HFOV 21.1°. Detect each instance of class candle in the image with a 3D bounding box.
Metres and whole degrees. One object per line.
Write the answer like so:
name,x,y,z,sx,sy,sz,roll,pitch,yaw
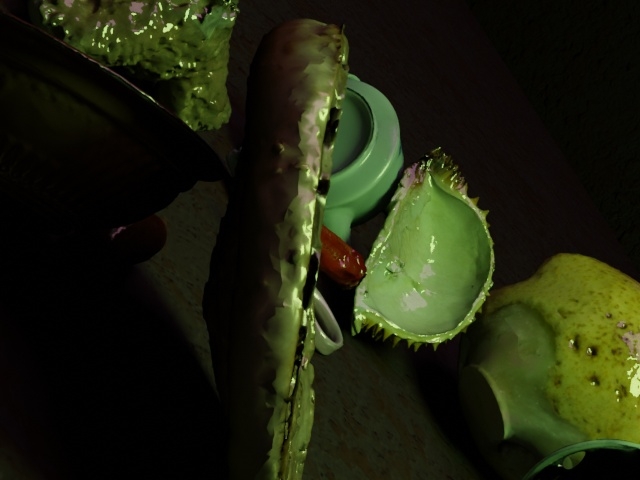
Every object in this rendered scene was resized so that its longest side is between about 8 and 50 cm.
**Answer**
candle,0.000,0.000,1.642,0.053,0.048,0.162,53,7,35

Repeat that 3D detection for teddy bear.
teddy bear,-0.174,-0.254,1.627,0.267,0.156,0.256,27,28,-54

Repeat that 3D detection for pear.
pear,0.267,0.147,1.816,0.271,0.271,0.271,47,16,-18

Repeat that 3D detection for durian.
durian,0.103,0.019,1.781,0.144,0.252,0.139,15,-25,32

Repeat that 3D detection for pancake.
pancake,-0.036,0.036,1.178,0.387,0.082,0.386,-175,-90,-88

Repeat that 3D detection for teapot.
teapot,0.020,-0.080,1.820,0.159,0.159,0.232,37,48,-45

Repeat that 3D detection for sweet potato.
sweet potato,-0.160,0.000,1.299,0.056,0.056,0.195,53,19,2

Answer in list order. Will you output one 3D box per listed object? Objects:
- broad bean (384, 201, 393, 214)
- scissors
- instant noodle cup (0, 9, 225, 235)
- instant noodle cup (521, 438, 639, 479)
broad bean,0.109,-0.036,2.159,0.083,0.045,0.063,37,19,-21
scissors,-0.044,0.002,1.655,0.118,0.030,0.242,37,23,-49
instant noodle cup,-0.204,-0.072,1.155,0.274,0.090,0.274,27,-10,5
instant noodle cup,0.248,0.316,1.527,0.215,0.215,0.236,52,24,-3
